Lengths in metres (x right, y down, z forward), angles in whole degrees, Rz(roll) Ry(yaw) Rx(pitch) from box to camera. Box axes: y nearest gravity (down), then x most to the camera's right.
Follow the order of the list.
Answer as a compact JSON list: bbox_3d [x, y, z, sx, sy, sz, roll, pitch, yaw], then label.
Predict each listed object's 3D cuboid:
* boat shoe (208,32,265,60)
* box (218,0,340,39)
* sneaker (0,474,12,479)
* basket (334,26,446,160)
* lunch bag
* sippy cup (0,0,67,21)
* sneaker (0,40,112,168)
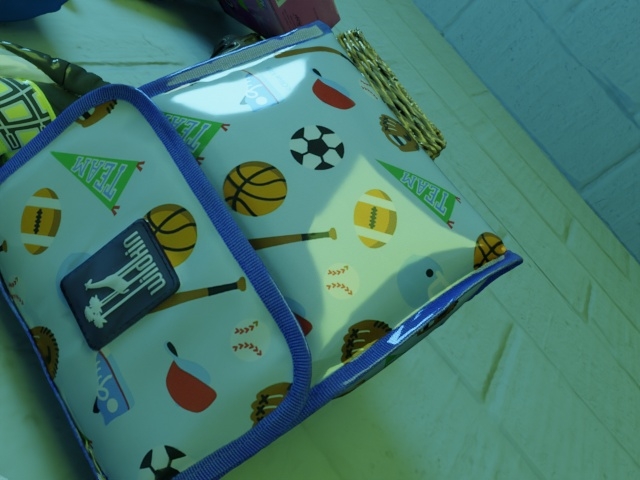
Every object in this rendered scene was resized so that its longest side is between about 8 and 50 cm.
[{"bbox_3d":[-0.141,-0.296,0.923,0.092,0.103,0.285,40,30,-3],"label":"boat shoe"},{"bbox_3d":[-0.110,-0.478,0.972,0.243,0.117,0.213,42,-6,29],"label":"box"},{"bbox_3d":[-0.286,0.191,0.269,0.323,0.236,0.130,4,86,-3],"label":"sneaker"},{"bbox_3d":[0.042,-0.193,1.026,0.213,0.223,0.299,-31,80,-23],"label":"basket"},{"bbox_3d":[-0.071,0.013,0.515,0.386,0.239,0.327,-28,73,-23],"label":"lunch bag"},{"bbox_3d":[-0.390,-0.388,0.626,0.305,0.240,0.224,-25,90,-49],"label":"sippy cup"},{"bbox_3d":[-0.328,-0.105,0.501,0.385,0.145,0.147,6,81,-57],"label":"sneaker"}]
